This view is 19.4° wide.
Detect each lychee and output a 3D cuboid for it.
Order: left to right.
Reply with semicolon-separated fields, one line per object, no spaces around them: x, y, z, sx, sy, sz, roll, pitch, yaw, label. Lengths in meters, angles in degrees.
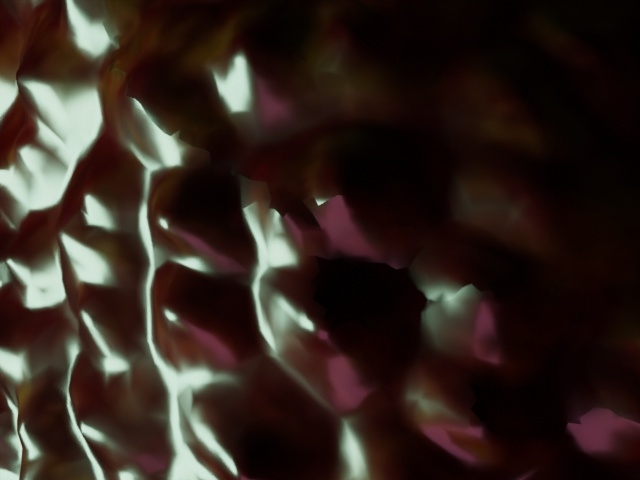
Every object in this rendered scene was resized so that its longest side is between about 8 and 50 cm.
0.068;0.021;0.671;0.500;0.425;0.425;26;160;25;lychee
